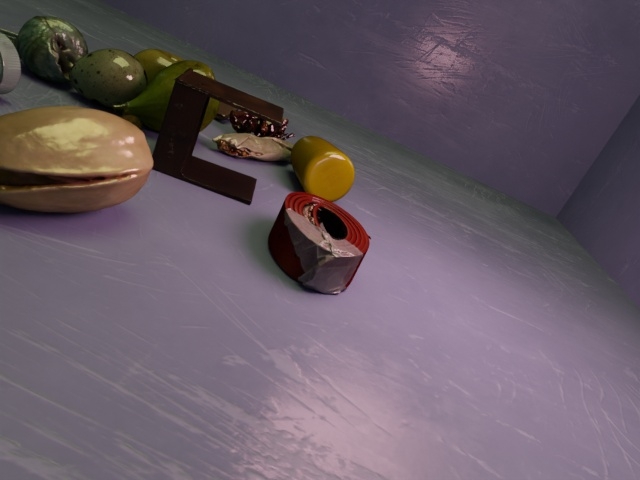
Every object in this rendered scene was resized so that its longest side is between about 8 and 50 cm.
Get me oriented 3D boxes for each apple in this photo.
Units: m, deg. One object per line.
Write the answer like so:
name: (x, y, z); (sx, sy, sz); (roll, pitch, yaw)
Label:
apple: (-0.552, -0.552, 1.699); (0.261, 0.194, 0.261); (23, 22, -10)

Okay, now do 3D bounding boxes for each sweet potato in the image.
sweet potato: (-0.536, -0.286, 1.310); (0.081, 0.062, 0.233); (6, 27, 0)

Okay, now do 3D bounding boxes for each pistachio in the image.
pistachio: (-0.466, -0.141, 0.891); (0.214, 0.193, 0.318); (27, 31, 34)

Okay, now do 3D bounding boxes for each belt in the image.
belt: (0.000, 0.000, 1.168); (0.227, 0.115, 0.324); (17, 24, -17)

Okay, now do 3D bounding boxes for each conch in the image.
conch: (-0.837, -0.599, 1.554); (0.220, 0.195, 0.277); (54, -10, -17)

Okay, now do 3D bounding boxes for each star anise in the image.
star anise: (-0.226, -0.415, 1.820); (0.220, 0.125, 0.190); (8, -12, 17)

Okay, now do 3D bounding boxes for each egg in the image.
egg: (-0.649, -0.495, 1.502); (0.228, 0.177, 0.177); (0, 27, -7)

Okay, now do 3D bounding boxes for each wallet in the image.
wallet: (-0.421, -0.527, 1.959); (0.153, 0.038, 0.118); (27, 38, 11)

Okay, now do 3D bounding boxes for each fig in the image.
fig: (-0.473, -0.436, 1.519); (0.314, 0.233, 0.233); (-11, 35, -17)

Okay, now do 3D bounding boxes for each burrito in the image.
burrito: (-0.201, -0.321, 1.711); (0.117, 0.076, 0.392); (38, 25, 26)

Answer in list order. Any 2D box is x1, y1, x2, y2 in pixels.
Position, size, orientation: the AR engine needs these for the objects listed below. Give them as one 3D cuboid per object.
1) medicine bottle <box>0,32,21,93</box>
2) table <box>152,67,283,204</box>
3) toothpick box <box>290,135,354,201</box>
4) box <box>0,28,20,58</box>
medicine bottle: (-0.865, -0.405, 1.098); (0.158, 0.158, 0.318); (29, 22, 8)
table: (-0.272, -0.283, 1.330); (0.282, 0.250, 0.196); (19, 23, -12)
toothpick box: (-0.007, -0.252, 1.643); (0.175, 0.175, 0.271); (15, 21, -25)
box: (-0.999, -0.621, 1.538); (0.122, 0.084, 0.069); (13, 16, -29)
